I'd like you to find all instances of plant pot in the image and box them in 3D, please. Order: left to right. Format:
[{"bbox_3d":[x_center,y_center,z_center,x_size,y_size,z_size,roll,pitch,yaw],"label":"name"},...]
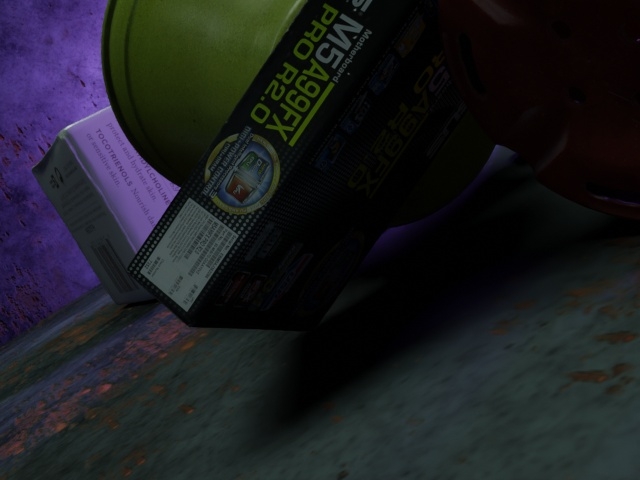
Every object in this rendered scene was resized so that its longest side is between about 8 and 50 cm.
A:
[{"bbox_3d":[-0.003,-0.172,0.845,0.367,0.366,0.353,-33,27,-13],"label":"plant pot"},{"bbox_3d":[0.224,-0.165,0.480,0.265,0.272,0.272,-45,14,-25],"label":"plant pot"}]

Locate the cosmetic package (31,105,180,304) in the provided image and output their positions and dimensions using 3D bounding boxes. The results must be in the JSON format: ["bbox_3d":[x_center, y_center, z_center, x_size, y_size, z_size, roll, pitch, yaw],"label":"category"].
[{"bbox_3d":[-0.271,-0.118,1.592,0.394,0.327,0.329,-34,9,-28],"label":"cosmetic package"}]

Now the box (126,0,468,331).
[{"bbox_3d":[0.013,-0.061,0.580,0.270,0.060,0.216,-55,-20,5],"label":"box"}]
